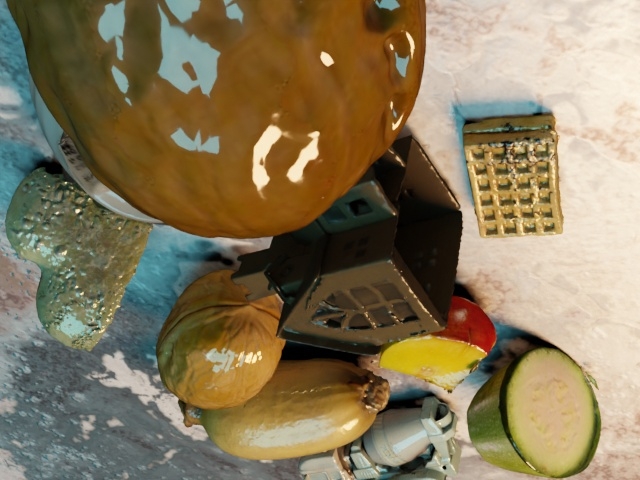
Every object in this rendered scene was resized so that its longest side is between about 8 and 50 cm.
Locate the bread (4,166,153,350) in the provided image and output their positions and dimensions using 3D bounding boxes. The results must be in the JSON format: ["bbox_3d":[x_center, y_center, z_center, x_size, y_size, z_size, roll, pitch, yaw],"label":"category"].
[{"bbox_3d":[-0.283,0.015,1.278,0.172,0.232,0.064,-18,-176,-19],"label":"bread"}]

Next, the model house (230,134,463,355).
[{"bbox_3d":[0.000,0.000,1.142,0.243,0.211,0.204,-16,128,29],"label":"model house"}]

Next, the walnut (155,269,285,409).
[{"bbox_3d":[-0.128,0.132,1.348,0.165,0.165,0.197,19,134,-6],"label":"walnut"}]

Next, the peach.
[{"bbox_3d":[0.141,0.121,1.305,0.151,0.118,0.151,22,176,2],"label":"peach"}]

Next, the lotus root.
[{"bbox_3d":[-0.051,0.236,1.456,0.303,0.146,0.131,-5,101,13],"label":"lotus root"}]

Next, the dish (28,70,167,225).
[{"bbox_3d":[-0.187,-0.108,1.151,0.316,0.106,0.316,8,138,7],"label":"dish"}]

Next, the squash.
[{"bbox_3d":[0.276,0.232,1.367,0.170,0.170,0.123,28,152,-15],"label":"squash"}]

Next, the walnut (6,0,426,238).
[{"bbox_3d":[-0.068,-0.192,0.843,0.308,0.354,0.398,10,140,26],"label":"walnut"}]

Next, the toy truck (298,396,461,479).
[{"bbox_3d":[0.090,0.312,1.536,0.257,0.108,0.140,-14,118,24],"label":"toy truck"}]

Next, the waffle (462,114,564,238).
[{"bbox_3d":[0.211,-0.067,1.137,0.102,0.042,0.148,-1,135,16],"label":"waffle"}]
